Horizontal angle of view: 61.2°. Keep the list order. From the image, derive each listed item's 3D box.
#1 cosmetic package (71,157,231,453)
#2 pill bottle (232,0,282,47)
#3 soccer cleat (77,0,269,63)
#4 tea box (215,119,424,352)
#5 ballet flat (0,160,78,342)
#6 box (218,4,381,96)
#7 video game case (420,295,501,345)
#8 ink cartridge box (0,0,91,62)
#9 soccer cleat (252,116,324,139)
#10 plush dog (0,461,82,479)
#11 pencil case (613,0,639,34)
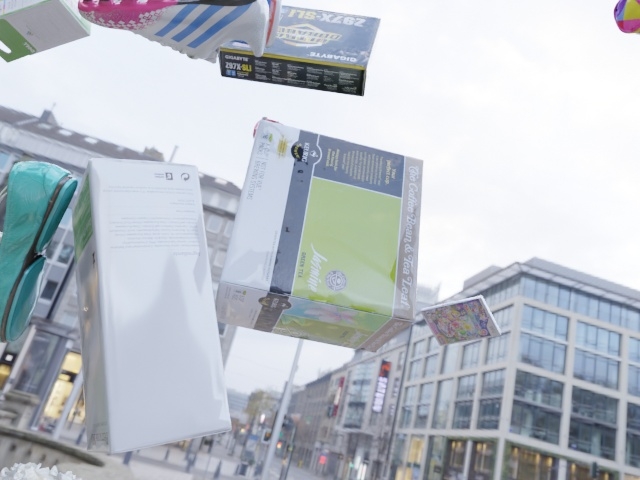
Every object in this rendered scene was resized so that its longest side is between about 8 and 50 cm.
[{"bbox_3d":[-0.245,0.093,0.754,0.155,0.365,0.197,0,-19,-32],"label":"cosmetic package"},{"bbox_3d":[-0.194,-0.452,1.037,0.222,0.124,0.124,5,-18,-17],"label":"pill bottle"},{"bbox_3d":[-0.251,-0.371,0.938,0.332,0.116,0.143,2,-45,8],"label":"soccer cleat"},{"bbox_3d":[0.000,0.000,1.002,0.324,0.328,0.220,13,-28,-7],"label":"tea box"},{"bbox_3d":[-0.388,0.010,0.685,0.087,0.247,0.083,24,13,-7],"label":"ballet flat"},{"bbox_3d":[-0.037,-0.442,1.229,0.322,0.257,0.079,10,-46,6],"label":"box"},{"bbox_3d":[0.258,0.150,0.998,0.122,0.011,0.087,-19,-70,34],"label":"video game case"},{"bbox_3d":[-0.618,-0.468,1.161,0.210,0.062,0.109,-15,-24,8],"label":"ink cartridge box"},{"bbox_3d":[-0.056,-0.233,1.368,0.248,0.083,0.095,23,-23,5],"label":"soccer cleat"},{"bbox_3d":[-0.242,0.245,0.263,0.211,0.262,0.225,18,-24,47],"label":"plush dog"},{"bbox_3d":[0.749,-0.497,1.167,0.237,0.104,0.104,-5,-14,-22],"label":"pencil case"}]
